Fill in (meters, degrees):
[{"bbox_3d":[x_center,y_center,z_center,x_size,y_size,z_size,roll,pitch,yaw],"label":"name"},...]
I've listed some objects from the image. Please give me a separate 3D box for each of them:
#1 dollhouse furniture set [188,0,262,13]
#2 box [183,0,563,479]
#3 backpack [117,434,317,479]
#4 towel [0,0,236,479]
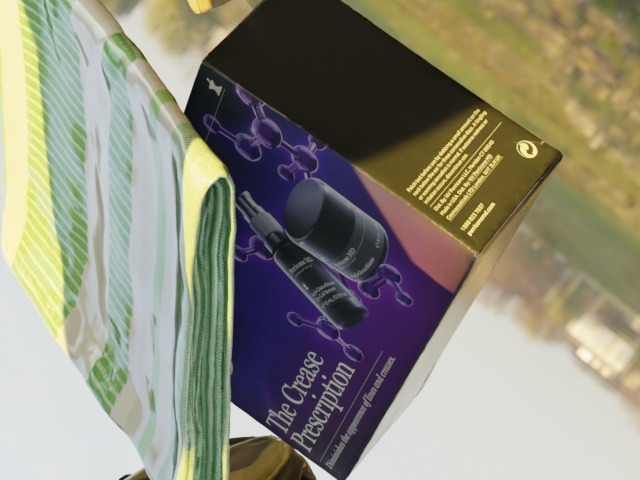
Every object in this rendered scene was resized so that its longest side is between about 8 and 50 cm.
[{"bbox_3d":[0.123,-0.340,1.282,0.362,0.394,0.256,4,119,45],"label":"dollhouse furniture set"},{"bbox_3d":[0.000,0.000,1.136,0.184,0.103,0.261,37,143,10],"label":"box"},{"bbox_3d":[-0.034,0.331,1.278,0.290,0.273,0.356,-25,-77,-52],"label":"backpack"},{"bbox_3d":[-0.122,-0.010,1.082,0.038,0.248,0.325,-11,-144,-21],"label":"towel"}]
